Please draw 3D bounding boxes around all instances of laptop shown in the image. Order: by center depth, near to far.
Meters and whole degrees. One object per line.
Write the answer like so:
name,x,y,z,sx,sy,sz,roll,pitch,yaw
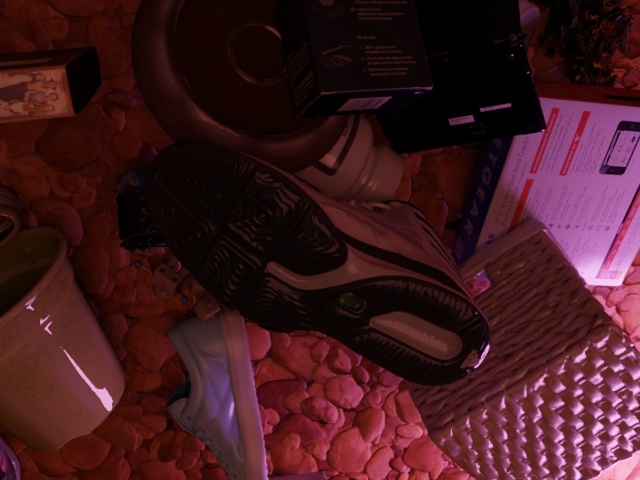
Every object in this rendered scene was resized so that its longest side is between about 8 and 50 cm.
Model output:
laptop,0.179,-0.271,0.968,0.234,0.136,0.264,-6,141,28

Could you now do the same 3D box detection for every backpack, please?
backpack,-0.208,-0.047,1.020,0.173,0.158,0.117,-4,90,-24

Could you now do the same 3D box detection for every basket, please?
basket,0.330,0.214,1.095,0.328,0.266,0.331,-36,124,13

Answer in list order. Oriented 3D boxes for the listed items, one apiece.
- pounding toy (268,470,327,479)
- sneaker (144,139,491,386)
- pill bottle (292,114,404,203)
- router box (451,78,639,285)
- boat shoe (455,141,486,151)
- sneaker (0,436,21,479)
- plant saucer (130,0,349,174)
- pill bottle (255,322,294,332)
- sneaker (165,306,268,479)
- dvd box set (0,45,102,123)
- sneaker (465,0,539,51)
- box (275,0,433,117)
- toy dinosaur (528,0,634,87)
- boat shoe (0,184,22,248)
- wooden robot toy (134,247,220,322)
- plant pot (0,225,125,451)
pounding toy,-0.028,0.535,1.271,0.181,0.094,0.206,-2,117,-16
sneaker,0.000,0.001,0.884,0.447,0.257,0.169,31,110,-9
pill bottle,-0.031,-0.148,1.013,0.301,0.169,0.169,30,99,-18
router box,0.406,-0.085,1.116,0.301,0.082,0.335,3,123,-13
boat shoe,0.219,-0.177,1.122,0.125,0.038,0.046,21,102,-17
sneaker,-0.544,0.351,1.057,0.124,0.178,0.295,-8,109,-9
plant saucer,-0.084,-0.236,0.884,0.311,0.050,0.310,5,78,-24
pill bottle,-0.068,0.043,1.036,0.123,0.219,0.122,-3,107,-10
sneaker,-0.178,0.293,1.146,0.150,0.135,0.366,-9,97,-7
dvd box set,-0.499,-0.182,0.835,0.420,0.307,0.062,-8,111,-10
sneaker,0.242,-0.314,1.065,0.086,0.163,0.226,-30,153,-22
box,0.040,-0.247,0.863,0.156,0.093,0.158,-8,84,-23
toy dinosaur,0.405,-0.376,1.067,0.218,0.164,0.322,-9,91,-24
boat shoe,-0.571,0.021,0.967,0.302,0.098,0.109,-27,124,-12
wooden robot toy,-0.235,0.070,1.101,0.173,0.076,0.079,38,138,3
plant pot,-0.427,0.161,1.000,0.276,0.276,0.254,-28,122,-2
